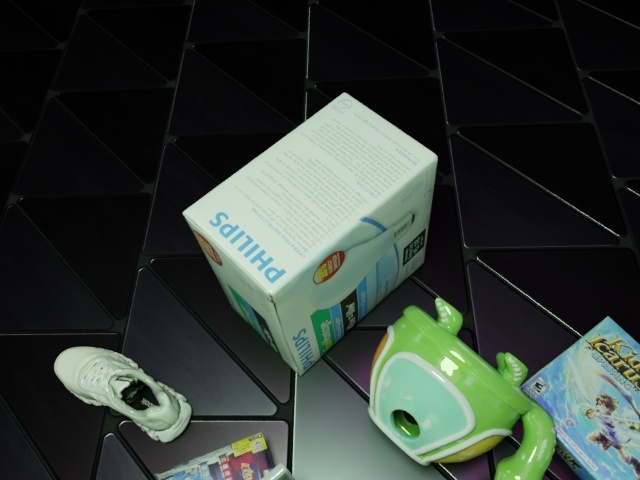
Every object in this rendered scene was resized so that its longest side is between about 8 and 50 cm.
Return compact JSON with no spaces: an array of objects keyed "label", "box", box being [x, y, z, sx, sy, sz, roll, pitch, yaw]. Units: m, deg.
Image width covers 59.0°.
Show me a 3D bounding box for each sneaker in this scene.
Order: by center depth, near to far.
[{"label":"sneaker","box":[-0.377,0.264,1.046,0.292,0.118,0.110,20,64,17]}]

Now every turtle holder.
[{"label":"turtle holder","box":[0.228,0.266,0.953,0.320,0.243,0.227,40,90,-6]}]

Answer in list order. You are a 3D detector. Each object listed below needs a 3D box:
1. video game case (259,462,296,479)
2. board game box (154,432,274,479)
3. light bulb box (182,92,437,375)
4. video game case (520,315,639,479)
[{"label":"video game case","box":[-0.091,0.470,0.882,0.190,0.173,0.022,-36,23,-16]},{"label":"board game box","box":[-0.157,0.453,0.945,0.194,0.060,0.194,-19,60,-8]},{"label":"light bulb box","box":[0.000,0.000,1.038,0.361,0.358,0.225,-40,62,-18]},{"label":"video game case","box":[0.518,0.305,0.986,0.244,0.061,0.269,-32,61,-16]}]
